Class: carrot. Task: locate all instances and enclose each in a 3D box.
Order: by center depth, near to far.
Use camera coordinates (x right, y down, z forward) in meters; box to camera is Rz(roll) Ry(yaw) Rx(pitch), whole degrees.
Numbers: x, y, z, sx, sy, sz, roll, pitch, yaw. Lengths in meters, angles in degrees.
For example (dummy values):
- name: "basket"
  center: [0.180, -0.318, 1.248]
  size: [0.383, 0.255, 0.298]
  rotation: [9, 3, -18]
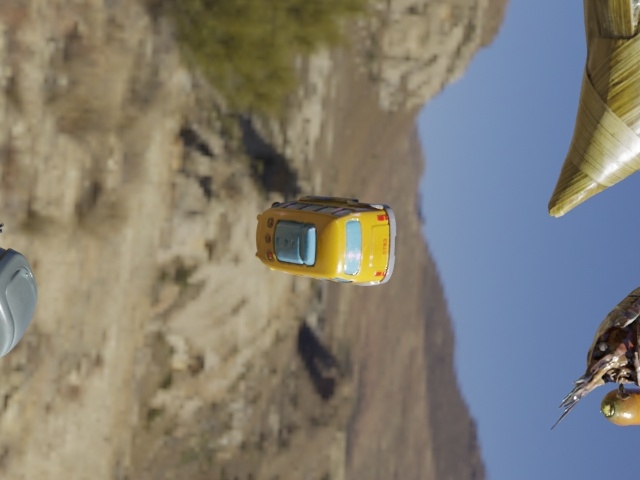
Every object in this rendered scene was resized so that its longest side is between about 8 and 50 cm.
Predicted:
- name: "carrot"
  center: [0.553, 0.254, 2.339]
  size: [0.062, 0.271, 0.066]
  rotation: [-23, -107, 61]

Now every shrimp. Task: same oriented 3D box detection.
- name: "shrimp"
  center: [0.444, 0.162, 2.060]
  size: [0.145, 0.343, 0.116]
  rotation: [51, -33, 9]

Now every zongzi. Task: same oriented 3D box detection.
- name: "zongzi"
  center: [0.355, -0.204, 1.843]
  size: [0.286, 0.288, 0.134]
  rotation: [59, -3, -10]

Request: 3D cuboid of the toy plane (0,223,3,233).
- name: "toy plane"
  center: [-0.504, -0.016, 2.103]
  size: [0.120, 0.049, 0.031]
  rotation: [-6, 102, -71]

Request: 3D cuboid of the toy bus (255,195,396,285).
- name: "toy bus"
  center: [0.000, 0.000, 2.203]
  size: [0.209, 0.136, 0.126]
  rotation: [9, -81, 44]

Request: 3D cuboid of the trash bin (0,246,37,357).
- name: "trash bin"
  center: [-0.515, 0.067, 2.038]
  size: [0.101, 0.236, 0.177]
  rotation: [-65, 179, -47]
